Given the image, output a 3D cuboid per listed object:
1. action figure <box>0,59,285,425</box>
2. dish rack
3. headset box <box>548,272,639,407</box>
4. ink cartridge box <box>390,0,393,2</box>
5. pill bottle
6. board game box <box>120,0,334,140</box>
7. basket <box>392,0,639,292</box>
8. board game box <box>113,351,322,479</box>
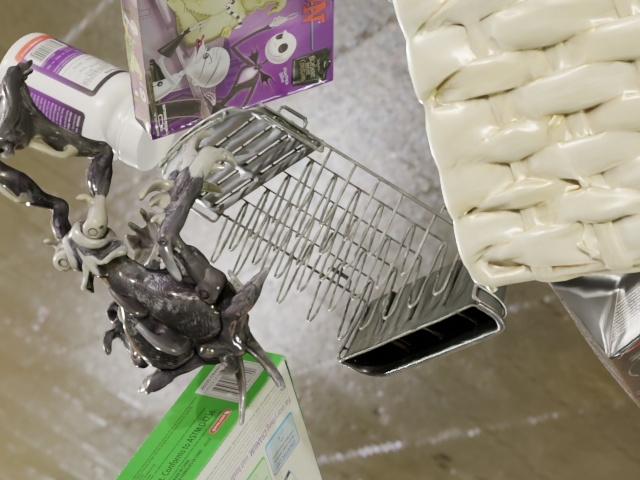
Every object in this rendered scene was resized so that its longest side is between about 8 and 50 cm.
[{"bbox_3d":[-0.122,-0.005,1.029,0.276,0.141,0.164,42,133,-7],"label":"action figure"},{"bbox_3d":[0.000,0.000,1.192,0.271,0.074,0.208,32,149,-18],"label":"dish rack"},{"bbox_3d":[0.387,0.059,1.623,0.110,0.218,0.293,54,-175,26],"label":"headset box"},{"bbox_3d":[0.207,-0.215,1.559,0.171,0.056,0.235,13,-162,-42],"label":"ink cartridge box"},{"bbox_3d":[-0.264,-0.153,1.703,0.193,0.108,0.108,26,154,19],"label":"pill bottle"},{"bbox_3d":[-0.086,-0.267,1.391,0.056,0.208,0.346,47,151,38],"label":"board game box"},{"bbox_3d":[0.110,-0.059,0.369,0.167,0.103,0.113,-11,99,31],"label":"basket"},{"bbox_3d":[-0.075,0.281,1.206,0.064,0.242,0.316,9,132,30],"label":"board game box"}]
